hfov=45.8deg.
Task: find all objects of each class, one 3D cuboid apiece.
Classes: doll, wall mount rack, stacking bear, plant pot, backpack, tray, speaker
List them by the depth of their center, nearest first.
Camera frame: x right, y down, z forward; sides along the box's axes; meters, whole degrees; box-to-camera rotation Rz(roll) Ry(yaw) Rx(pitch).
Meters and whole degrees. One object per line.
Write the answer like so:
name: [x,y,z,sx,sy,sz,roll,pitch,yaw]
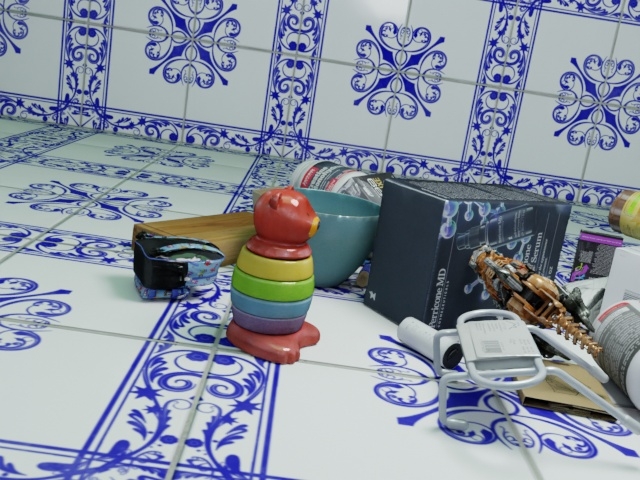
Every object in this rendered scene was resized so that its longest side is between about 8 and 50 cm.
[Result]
wall mount rack: [0.341,0.217,1.242,0.304,0.130,0.350,-3,13,7]
stacking bear: [-0.076,0.048,1.372,0.164,0.289,0.175,13,15,17]
speaker: [0.209,0.195,1.452,0.055,0.055,0.136,-1,17,-35]
backpack: [-0.292,0.053,1.576,0.173,0.117,0.158,1,15,-27]
plant pot: [0.000,0.000,1.812,0.290,0.195,0.290,8,13,-2]
doll: [0.133,0.077,1.894,0.129,0.046,0.189,21,15,9]
tray: [-0.255,-0.007,1.942,0.203,0.076,0.411,18,16,33]

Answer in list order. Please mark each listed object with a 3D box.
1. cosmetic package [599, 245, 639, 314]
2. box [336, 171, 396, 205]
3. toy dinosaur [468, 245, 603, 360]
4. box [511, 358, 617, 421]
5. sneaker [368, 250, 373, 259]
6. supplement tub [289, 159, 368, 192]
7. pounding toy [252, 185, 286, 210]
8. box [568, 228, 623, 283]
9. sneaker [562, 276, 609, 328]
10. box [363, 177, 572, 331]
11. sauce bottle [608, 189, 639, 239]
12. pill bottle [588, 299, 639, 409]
cosmetic package: [0.744,0.134,1.681,0.225,0.224,0.138,-2,17,-37]
box: [0.206,-0.043,2.038,0.307,0.076,0.242,52,28,14]
toy dinosaur: [0.405,0.128,1.449,0.218,0.164,0.322,39,25,-37]
box: [0.435,0.265,1.386,0.164,0.021,0.201,10,14,4]
sneaker: [0.131,-0.028,2.111,0.293,0.146,0.102,5,14,-12]
supplement tub: [0.040,-0.155,2.477,0.191,0.191,0.272,-2,17,-37]
pounding toy: [-0.126,-0.111,2.436,0.141,0.100,0.130,-12,22,-29]
box: [0.780,0.057,2.150,0.116,0.162,0.029,11,10,8]
sneaker: [0.633,0.158,1.832,0.129,0.111,0.297,-2,4,24]
box: [0.330,0.029,1.700,0.395,0.293,0.212,-1,16,-33]
sauce bottle: [0.802,-0.023,1.645,0.111,0.111,0.344,-2,18,-38]
pill bottle: [0.607,0.224,1.365,0.161,0.161,0.283,8,14,-2]
